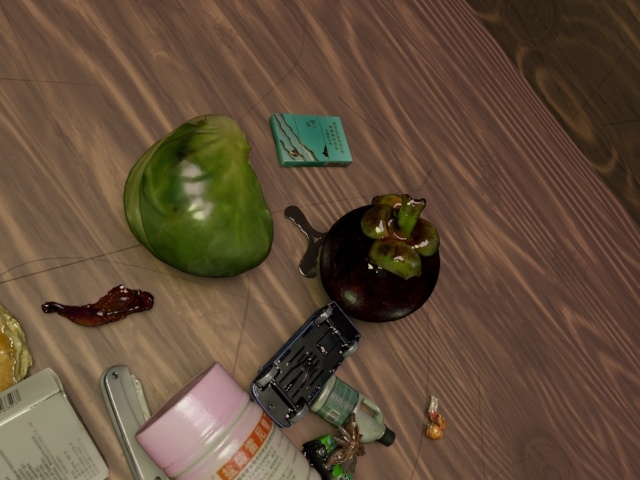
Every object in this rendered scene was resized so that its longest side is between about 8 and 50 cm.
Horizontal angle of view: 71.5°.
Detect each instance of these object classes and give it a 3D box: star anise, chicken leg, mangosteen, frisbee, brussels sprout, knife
[{"bbox_3d":[0.050,0.449,0.960,0.129,0.056,0.124,-23,101,-51],"label":"star anise"},{"bbox_3d":[-0.451,0.138,0.916,0.205,0.053,0.093,-8,49,-37],"label":"chicken leg"},{"bbox_3d":[0.155,0.050,1.105,0.329,0.330,0.330,11,64,-23],"label":"mangosteen"},{"bbox_3d":[0.000,0.000,1.226,0.187,0.012,0.211,-1,69,-28],"label":"frisbee"},{"bbox_3d":[-0.260,-0.098,0.980,0.314,0.276,0.372,-2,69,-31],"label":"brussels sprout"},{"bbox_3d":[-0.358,0.369,0.865,0.073,0.040,0.266,-12,74,-48],"label":"knife"}]

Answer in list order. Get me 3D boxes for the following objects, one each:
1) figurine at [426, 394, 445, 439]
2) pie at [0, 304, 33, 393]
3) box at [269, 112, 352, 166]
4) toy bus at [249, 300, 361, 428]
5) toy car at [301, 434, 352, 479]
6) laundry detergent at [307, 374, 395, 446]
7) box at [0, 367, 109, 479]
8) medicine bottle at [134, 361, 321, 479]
[{"bbox_3d":[0.298,0.459,1.156,0.064,0.047,0.109,38,47,-35],"label":"figurine"},{"bbox_3d":[-0.680,0.227,0.740,0.339,0.083,0.340,10,64,-20],"label":"pie"},{"bbox_3d":[-0.027,-0.297,1.323,0.229,0.041,0.162,-5,71,-28],"label":"box"},{"bbox_3d":[-0.042,0.278,1.011,0.125,0.133,0.292,51,54,-5],"label":"toy bus"},{"bbox_3d":[0.023,0.513,0.979,0.062,0.071,0.165,-18,77,-46],"label":"toy car"},{"bbox_3d":[0.083,0.412,1.050,0.225,0.070,0.099,36,56,-7],"label":"laundry detergent"},{"bbox_3d":[-0.522,0.373,0.690,0.299,0.106,0.200,-29,117,-32],"label":"box"},{"bbox_3d":[-0.168,0.412,0.842,0.316,0.202,0.202,49,56,-2],"label":"medicine bottle"}]
